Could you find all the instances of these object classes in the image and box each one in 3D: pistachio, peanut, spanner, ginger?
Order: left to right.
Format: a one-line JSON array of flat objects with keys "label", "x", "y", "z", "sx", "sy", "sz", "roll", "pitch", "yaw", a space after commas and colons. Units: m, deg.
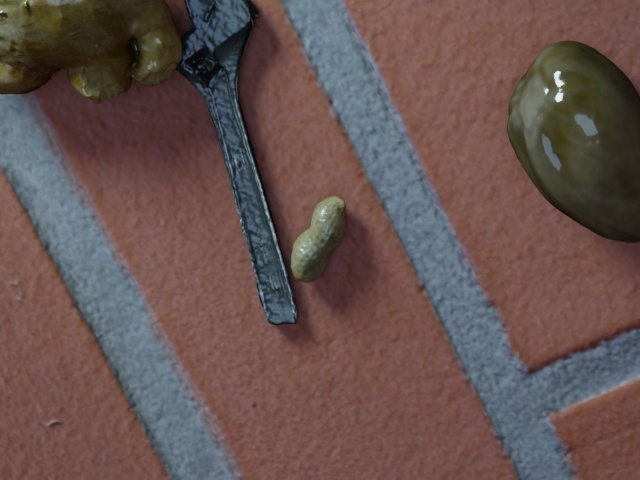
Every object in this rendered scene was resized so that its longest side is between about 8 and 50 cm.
[{"label": "ginger", "x": -0.226, "y": -0.192, "z": 1.083, "sx": 0.216, "sy": 0.102, "sz": 0.157, "roll": -4, "pitch": 126, "yaw": 9}, {"label": "spanner", "x": -0.069, "y": -0.076, "z": 1.140, "sx": 0.093, "sy": 0.026, "sz": 0.325, "roll": -12, "pitch": 106, "yaw": 9}, {"label": "peanut", "x": 0.000, "y": 0.000, "z": 1.147, "sx": 0.037, "sy": 0.037, "sz": 0.083, "roll": 29, "pitch": 102, "yaw": -2}, {"label": "pistachio", "x": 0.224, "y": -0.075, "z": 1.068, "sx": 0.108, "sy": 0.126, "sz": 0.185, "roll": -12, "pitch": 114, "yaw": 54}]
